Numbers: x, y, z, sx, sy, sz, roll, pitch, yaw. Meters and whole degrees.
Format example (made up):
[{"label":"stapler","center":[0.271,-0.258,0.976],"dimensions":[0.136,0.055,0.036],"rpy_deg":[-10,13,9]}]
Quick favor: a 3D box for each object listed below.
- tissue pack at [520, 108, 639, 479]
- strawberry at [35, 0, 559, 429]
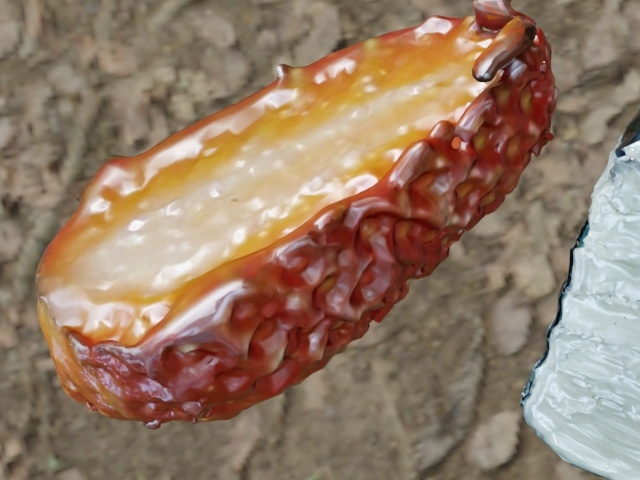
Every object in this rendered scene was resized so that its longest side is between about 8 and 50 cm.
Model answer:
[{"label":"tissue pack","center":[0.332,-0.025,1.181],"dimensions":[0.264,0.416,0.253],"rpy_deg":[23,132,16]},{"label":"strawberry","center":[0.000,0.000,0.604],"dimensions":[0.082,0.188,0.121],"rpy_deg":[62,177,-30]}]
